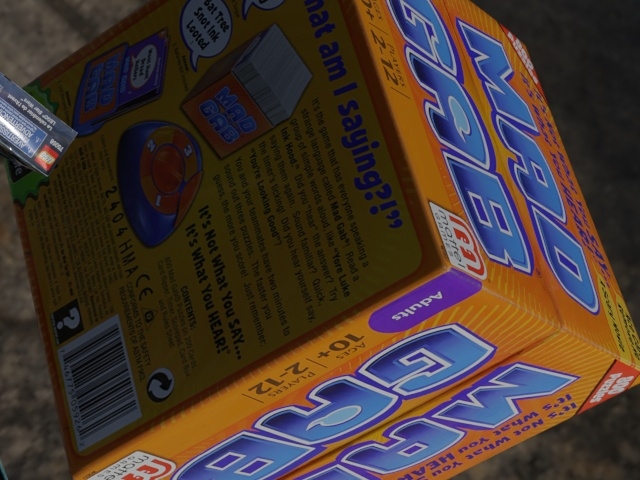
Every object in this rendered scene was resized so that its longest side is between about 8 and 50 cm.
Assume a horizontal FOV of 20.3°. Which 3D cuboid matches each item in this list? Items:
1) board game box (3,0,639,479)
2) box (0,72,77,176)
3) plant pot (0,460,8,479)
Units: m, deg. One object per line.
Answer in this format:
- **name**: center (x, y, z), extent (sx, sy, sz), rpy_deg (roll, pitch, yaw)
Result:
- **board game box**: center (0.000, 0.000, 1.509), extent (0.356, 0.356, 0.356), rpy_deg (26, 40, -52)
- **box**: center (-0.184, -0.077, 0.831), extent (0.094, 0.137, 0.027), rpy_deg (40, 78, -37)
- **plant pot**: center (-0.374, 0.229, 1.623), extent (0.166, 0.234, 0.165), rpy_deg (-22, 100, -15)
